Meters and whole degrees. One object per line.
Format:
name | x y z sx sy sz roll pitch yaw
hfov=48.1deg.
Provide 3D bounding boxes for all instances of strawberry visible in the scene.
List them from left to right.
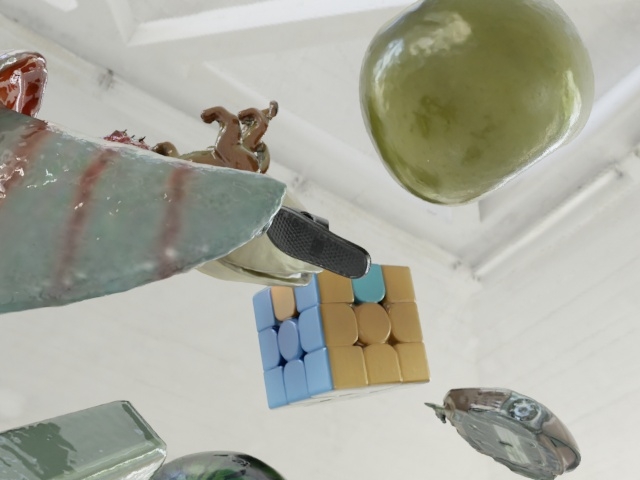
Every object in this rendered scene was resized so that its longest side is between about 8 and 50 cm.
strawberry | -0.342 -0.117 1.260 0.131 0.148 0.131 -12 -4 -1

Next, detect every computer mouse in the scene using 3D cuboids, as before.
computer mouse | 0.398 0.399 1.571 0.389 0.115 0.199 9 -48 48

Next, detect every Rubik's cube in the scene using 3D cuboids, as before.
Rubik's cube | 0.043 0.227 1.699 0.291 0.291 0.290 3 -21 -34

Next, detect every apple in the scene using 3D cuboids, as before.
apple | 0.177 -0.186 0.916 0.295 0.233 0.257 -29 -84 41

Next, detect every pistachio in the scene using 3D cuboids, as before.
pistachio | -0.127 -0.019 1.238 0.332 0.226 0.208 29 -66 -37

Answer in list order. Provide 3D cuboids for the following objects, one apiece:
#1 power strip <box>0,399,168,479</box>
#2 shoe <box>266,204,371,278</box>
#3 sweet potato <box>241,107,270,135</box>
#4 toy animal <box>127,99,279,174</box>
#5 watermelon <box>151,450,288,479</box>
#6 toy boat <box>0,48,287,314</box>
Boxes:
power strip | -0.222 0.190 0.398 0.193 0.059 0.265 -51 -21 18
shoe | 0.000 0.000 0.944 0.159 0.053 0.062 27 -62 18
sweet potato | -0.146 -0.167 1.289 0.044 0.044 0.179 31 -78 -24
toy animal | -0.183 -0.091 1.041 0.313 0.157 0.097 -22 -7 -2
watermelon | -0.168 0.503 1.136 0.364 0.363 0.363 3 -44 3
toy boat | -0.171 -0.028 0.494 0.283 0.206 0.096 14 -24 1
